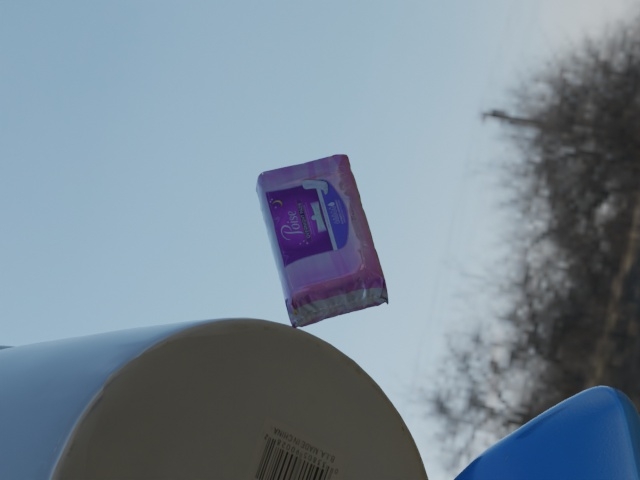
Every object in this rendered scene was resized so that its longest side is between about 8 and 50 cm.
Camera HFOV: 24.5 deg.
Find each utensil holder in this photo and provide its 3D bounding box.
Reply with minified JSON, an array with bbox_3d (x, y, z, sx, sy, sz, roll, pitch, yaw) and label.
[{"bbox_3d":[-0.154,0.224,1.035,0.328,0.385,0.327,7,-101,-36],"label":"utensil holder"}]

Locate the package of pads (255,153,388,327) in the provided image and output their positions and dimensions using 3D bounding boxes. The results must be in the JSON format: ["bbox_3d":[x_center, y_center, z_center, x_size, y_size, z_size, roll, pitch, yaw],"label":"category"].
[{"bbox_3d":[0.000,0.000,0.732,0.032,0.050,0.083,81,174,-56],"label":"package of pads"}]

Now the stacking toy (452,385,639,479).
[{"bbox_3d":[0.210,0.188,0.684,0.175,0.302,0.165,130,144,-48],"label":"stacking toy"}]
